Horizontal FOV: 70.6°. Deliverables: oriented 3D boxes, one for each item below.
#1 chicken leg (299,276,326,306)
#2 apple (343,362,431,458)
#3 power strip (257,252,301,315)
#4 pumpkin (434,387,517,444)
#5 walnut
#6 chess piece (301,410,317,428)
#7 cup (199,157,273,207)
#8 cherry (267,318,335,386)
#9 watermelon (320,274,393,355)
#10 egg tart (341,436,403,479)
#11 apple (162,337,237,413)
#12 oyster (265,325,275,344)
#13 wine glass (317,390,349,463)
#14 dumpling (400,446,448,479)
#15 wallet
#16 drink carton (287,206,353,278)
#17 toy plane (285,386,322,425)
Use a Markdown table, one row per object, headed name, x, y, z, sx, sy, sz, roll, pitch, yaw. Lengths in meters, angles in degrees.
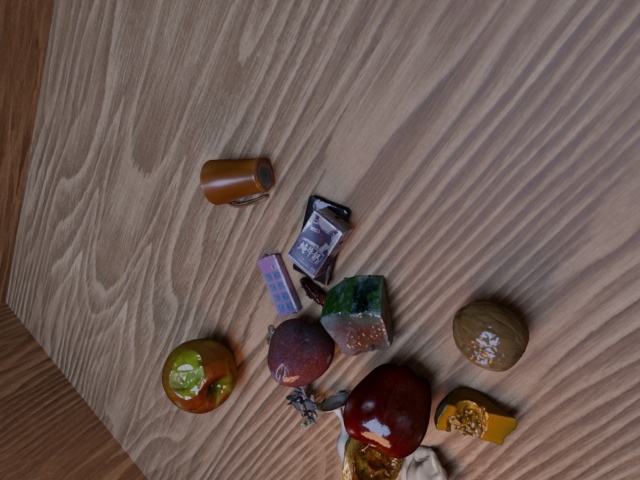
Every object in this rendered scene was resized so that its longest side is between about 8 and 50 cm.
| name | x | y | z | sx | sy | sz | roll | pitch | yaw |
| --- | --- | --- | --- | --- | --- | --- | --- | --- | --- |
| chicken leg | -0.010 | 0.226 | 1.778 | 0.205 | 0.053 | 0.093 | 49 | 148 | 17 |
| apple | 0.239 | 0.594 | 1.575 | 0.288 | 0.317 | 0.288 | 32 | 158 | 14 |
| power strip | -0.169 | 0.183 | 1.869 | 0.109 | 0.037 | 0.279 | -19 | 95 | 36 |
| pumpkin | 0.517 | 0.585 | 1.531 | 0.248 | 0.126 | 0.131 | 15 | 106 | 7 |
| walnut | 0.509 | 0.284 | 1.374 | 0.228 | 0.228 | 0.228 | 11 | 111 | 29 |
| chess piece | -0.052 | 0.782 | 1.961 | 0.042 | 0.093 | 0.042 | 11 | 112 | 28 |
| cup | -0.317 | -0.222 | 1.767 | 0.264 | 0.182 | 0.226 | -4 | 137 | 27 |
| cherry | -0.080 | 0.438 | 1.763 | 0.261 | 0.307 | 0.221 | 15 | 140 | 24 |
| watermelon | 0.144 | 0.288 | 1.637 | 0.264 | 0.151 | 0.302 | -17 | 96 | 34 |
| egg tart | 0.187 | 0.826 | 1.730 | 0.115 | 0.290 | 0.290 | -9 | 102 | 59 |
| apple | -0.560 | 0.614 | 2.084 | 0.339 | 0.339 | 0.339 | 11 | 111 | 29 |
| oyster | -0.226 | 0.420 | 1.985 | 0.080 | 0.038 | 0.083 | -27 | 92 | 37 |
| wine glass | 0.109 | 0.784 | 1.835 | 0.143 | 0.143 | 0.321 | -18 | 98 | 35 |
| dumpling | 0.390 | 0.878 | 1.716 | 0.252 | 0.131 | 0.179 | -32 | 67 | 56 |
| wallet | 0.000 | 0.000 | 1.700 | 0.170 | 0.044 | 0.321 | 25 | 115 | 22 |
| drink carton | -0.002 | 0.007 | 1.621 | 0.134 | 0.102 | 0.222 | 40 | 117 | 15 |
| toy plane | -0.090 | 0.698 | 1.943 | 0.262 | 0.088 | 0.192 | -18 | 94 | 45 |
